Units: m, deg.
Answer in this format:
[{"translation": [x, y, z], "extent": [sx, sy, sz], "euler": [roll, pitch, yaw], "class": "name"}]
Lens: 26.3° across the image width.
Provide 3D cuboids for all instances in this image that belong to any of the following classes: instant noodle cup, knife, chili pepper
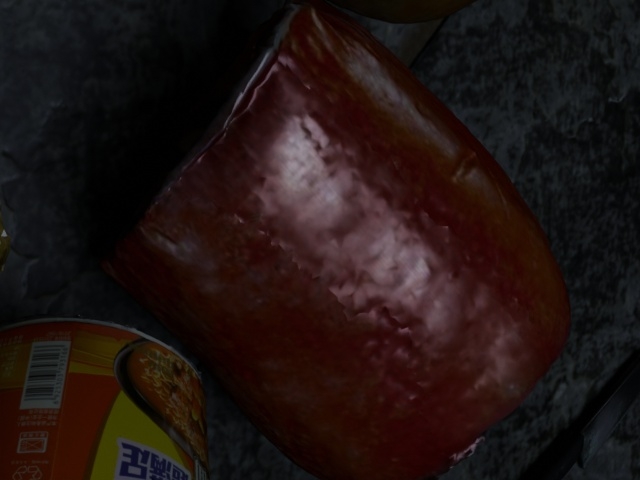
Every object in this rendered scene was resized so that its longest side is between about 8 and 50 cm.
[{"translation": [-0.155, 0.158, 0.833], "extent": [0.213, 0.213, 0.174], "euler": [37, 40, -37], "class": "instant noodle cup"}, {"translation": [0.258, 0.178, 1.284], "extent": [0.230, 0.028, 0.060], "euler": [-45, 136, -23], "class": "knife"}, {"translation": [0.000, 0.000, 0.950], "extent": [0.251, 0.229, 0.305], "euler": [-40, 113, 12], "class": "chili pepper"}]

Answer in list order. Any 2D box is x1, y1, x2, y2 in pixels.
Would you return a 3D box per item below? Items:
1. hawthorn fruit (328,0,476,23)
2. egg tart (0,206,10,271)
[{"translation": [0.084, -0.285, 0.883], "extent": [0.301, 0.267, 0.268], "euler": [-36, 125, -58], "class": "hawthorn fruit"}, {"translation": [-0.284, -0.008, 0.787], "extent": [0.212, 0.090, 0.213], "euler": [-10, 109, -33], "class": "egg tart"}]
